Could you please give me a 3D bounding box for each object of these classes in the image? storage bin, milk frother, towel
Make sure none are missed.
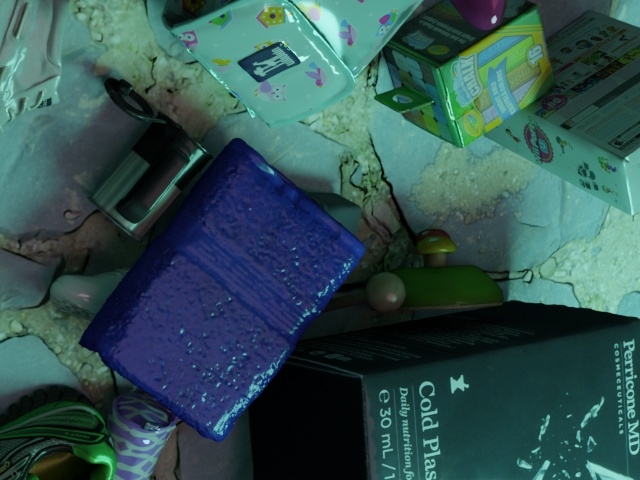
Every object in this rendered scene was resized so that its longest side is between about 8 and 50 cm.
[{"bbox_3d":[0.000,0.000,1.773,0.091,0.098,0.135,-8,117,-43],"label":"storage bin"},{"bbox_3d":[-0.221,-0.094,1.577,0.143,0.129,0.135,40,87,2],"label":"milk frother"},{"bbox_3d":[-0.115,0.060,1.629,0.227,0.076,0.308,41,79,-23],"label":"towel"}]

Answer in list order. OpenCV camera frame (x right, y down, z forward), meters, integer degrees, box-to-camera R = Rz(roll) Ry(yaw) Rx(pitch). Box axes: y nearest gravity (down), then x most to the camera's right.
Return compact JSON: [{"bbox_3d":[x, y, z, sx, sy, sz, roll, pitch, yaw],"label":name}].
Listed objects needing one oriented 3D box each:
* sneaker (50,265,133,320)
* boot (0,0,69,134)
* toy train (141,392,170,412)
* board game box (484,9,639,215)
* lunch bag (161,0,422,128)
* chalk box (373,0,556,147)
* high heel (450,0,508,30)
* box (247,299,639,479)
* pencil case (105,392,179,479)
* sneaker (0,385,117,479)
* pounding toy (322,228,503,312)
[{"bbox_3d":[-0.221,0.065,1.666,0.235,0.090,0.095,17,85,-40],"label":"sneaker"},{"bbox_3d":[-0.337,-0.147,1.454,0.123,0.095,0.258,7,108,-29],"label":"boot"},{"bbox_3d":[-0.171,0.185,1.772,0.166,0.046,0.125,20,101,-39],"label":"toy train"},{"bbox_3d":[0.381,-0.177,1.800,0.224,0.303,0.097,-32,127,-17],"label":"board game box"},{"bbox_3d":[-0.032,-0.275,1.559,0.262,0.160,0.223,-50,138,0],"label":"lunch bag"},{"bbox_3d":[0.171,-0.214,1.751,0.213,0.132,0.132,-33,128,-15],"label":"chalk box"},{"bbox_3d":[0.082,-0.400,1.528,0.181,0.127,0.377,-20,86,-34],"label":"high heel"},{"bbox_3d":[0.181,0.355,1.856,0.471,0.297,0.480,-8,97,-33],"label":"box"},{"bbox_3d":[-0.248,0.291,1.738,0.088,0.086,0.206,12,115,-28],"label":"pencil case"},{"bbox_3d":[-0.400,0.295,1.604,0.343,0.146,0.134,-29,125,-19],"label":"sneaker"},{"bbox_3d":[0.133,0.039,1.852,0.236,0.183,0.110,-1,88,-31],"label":"pounding toy"}]
